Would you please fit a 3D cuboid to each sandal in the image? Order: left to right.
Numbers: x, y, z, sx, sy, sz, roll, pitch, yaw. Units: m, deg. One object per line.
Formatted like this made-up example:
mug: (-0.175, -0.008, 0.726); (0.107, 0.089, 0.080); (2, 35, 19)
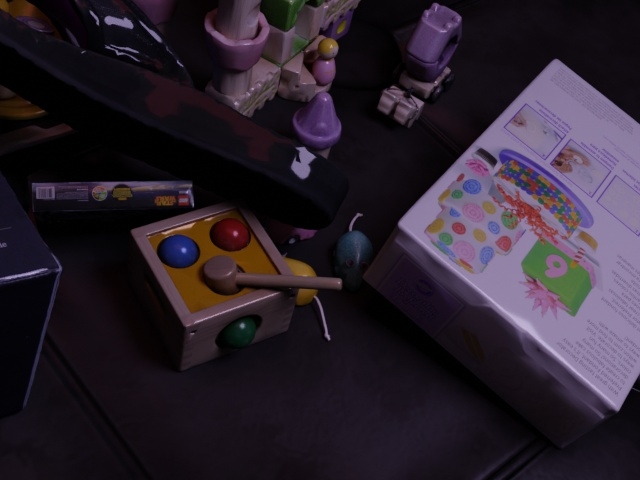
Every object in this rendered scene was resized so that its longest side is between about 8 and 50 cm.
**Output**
sandal: (-0.173, -0.148, 0.816); (0.445, 0.167, 0.107); (26, 75, -10)

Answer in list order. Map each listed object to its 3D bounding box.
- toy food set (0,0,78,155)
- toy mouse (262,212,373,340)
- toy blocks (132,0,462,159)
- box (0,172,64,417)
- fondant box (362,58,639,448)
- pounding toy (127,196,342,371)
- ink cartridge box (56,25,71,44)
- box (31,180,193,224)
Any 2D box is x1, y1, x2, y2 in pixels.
toy food set: (-0.317, -0.195, 0.946); (0.128, 0.071, 0.218); (-16, 56, -25)
toy mouse: (0.000, 0.000, 0.888); (0.161, 0.031, 0.143); (40, 53, 20)
toy blocks: (-0.011, -0.275, 0.967); (0.309, 0.260, 0.288); (32, 50, 14)
box: (-0.416, 0.003, 0.644); (0.343, 0.179, 0.312); (-14, 55, -39)
fondant box: (0.230, -0.004, 0.884); (0.238, 0.096, 0.330); (41, 51, 7)
pounding toy: (-0.077, 0.035, 0.792); (0.130, 0.100, 0.141); (-19, 57, -27)
ink cartridge box: (-0.236, -0.218, 0.969); (0.046, 0.097, 0.207); (-16, 56, -24)
box: (-0.189, -0.033, 0.829); (0.137, 0.094, 0.027); (-2, 85, -15)
